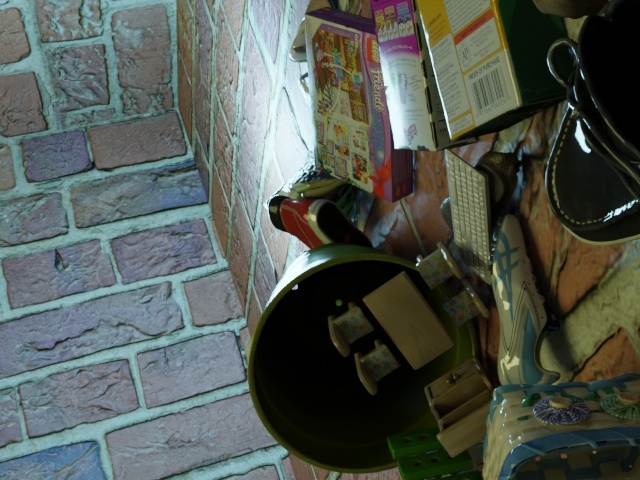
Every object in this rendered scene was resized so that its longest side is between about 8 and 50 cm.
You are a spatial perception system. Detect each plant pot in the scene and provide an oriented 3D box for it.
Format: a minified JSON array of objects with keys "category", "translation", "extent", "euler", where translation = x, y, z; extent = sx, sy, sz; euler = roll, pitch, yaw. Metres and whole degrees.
[{"category":"plant pot","translation":[0.049,0.158,1.617],"extent":[0.353,0.367,0.366],"euler":[-116,16,-75]}]

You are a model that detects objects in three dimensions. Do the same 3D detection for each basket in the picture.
[{"category":"basket","translation":[0.285,0.277,0.953],"extent":[0.289,0.255,0.201],"euler":[-104,12,-52]}]

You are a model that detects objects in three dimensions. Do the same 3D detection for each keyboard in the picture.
[{"category":"keyboard","translation":[0.206,-0.027,1.280],"extent":[0.072,0.014,0.256],"euler":[36,159,31]}]

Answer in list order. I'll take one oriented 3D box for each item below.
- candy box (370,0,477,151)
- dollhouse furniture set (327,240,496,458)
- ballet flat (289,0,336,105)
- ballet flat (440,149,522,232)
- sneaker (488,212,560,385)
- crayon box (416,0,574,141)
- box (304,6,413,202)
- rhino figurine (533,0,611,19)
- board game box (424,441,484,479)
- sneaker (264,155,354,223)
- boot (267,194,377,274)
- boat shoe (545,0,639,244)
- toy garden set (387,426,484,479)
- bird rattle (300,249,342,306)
[{"category":"candy box","translation":[0.148,-0.250,1.352],"extent":[0.159,0.071,0.233],"euler":[-157,55,-71]},{"category":"dollhouse furniture set","translation":[0.161,0.166,1.357],"extent":[0.242,0.212,0.161],"euler":[54,-172,-15]},{"category":"ballet flat","translation":[0.003,-0.334,1.746],"extent":[0.107,0.106,0.315],"euler":[113,142,-68]},{"category":"ballet flat","translation":[0.225,-0.063,1.284],"extent":[0.084,0.058,0.250],"euler":[43,162,11]},{"category":"sneaker","translation":[0.268,0.079,1.221],"extent":[0.085,0.086,0.237],"euler":[32,-128,-71]},{"category":"crayon box","translation":[0.192,-0.301,1.125],"extent":[0.203,0.083,0.322],"euler":[160,96,-75]},{"category":"box","translation":[0.066,-0.229,1.569],"extent":[0.201,0.057,0.293],"euler":[29,134,41]},{"category":"rhino figurine","translation":[0.252,-0.311,0.848],"extent":[0.073,0.106,0.243],"euler":[-119,21,-44]},{"category":"board game box","translation":[0.259,0.520,1.617],"extent":[0.318,0.066,0.318],"euler":[126,129,-71]},{"category":"sneaker","translation":[0.026,-0.086,1.918],"extent":[0.182,0.158,0.410],"euler":[46,164,-6]},{"category":"boot","translation":[0.000,0.000,1.858],"extent":[0.176,0.088,0.244],"euler":[10,146,46]},{"category":"boat shoe","translation":[0.285,-0.132,0.796],"extent":[0.500,0.156,0.186],"euler":[111,141,-67]},{"category":"toy garden set","translation":[0.227,0.355,1.377],"extent":[0.244,0.204,0.049],"euler":[-115,16,-69]},{"category":"bird rattle","translation":[-0.008,0.128,1.996],"extent":[0.143,0.207,0.253],"euler":[31,159,12]}]
